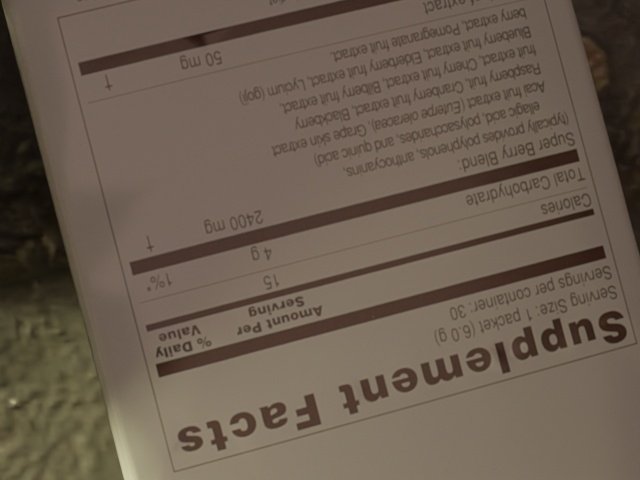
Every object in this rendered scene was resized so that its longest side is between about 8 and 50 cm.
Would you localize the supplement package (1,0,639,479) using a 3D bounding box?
[{"bbox_3d":[0.000,0.000,0.504,0.175,0.177,0.293,-14,89,-8],"label":"supplement package"}]
